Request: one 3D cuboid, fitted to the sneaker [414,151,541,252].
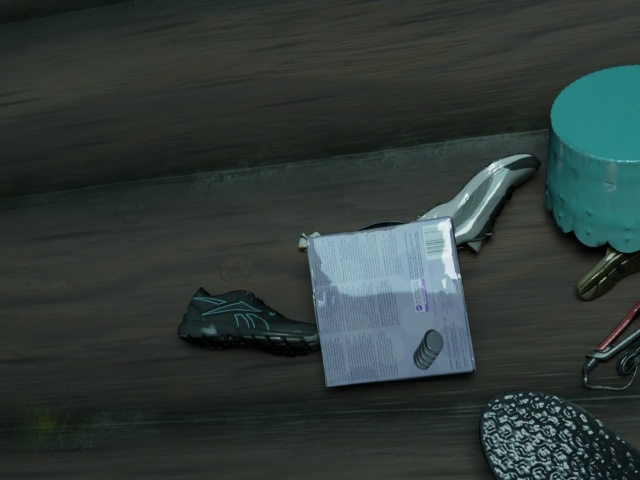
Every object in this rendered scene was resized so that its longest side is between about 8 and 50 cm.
[{"bbox_3d":[0.275,-0.048,1.376,0.271,0.100,0.108,-40,70,2],"label":"sneaker"}]

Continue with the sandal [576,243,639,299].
[{"bbox_3d":[0.485,0.028,1.295,0.180,0.072,0.049,-36,39,2],"label":"sandal"}]

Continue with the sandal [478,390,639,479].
[{"bbox_3d":[0.425,0.365,1.134,0.446,0.107,0.167,26,73,12],"label":"sandal"}]

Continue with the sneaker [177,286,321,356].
[{"bbox_3d":[-0.121,0.136,1.388,0.268,0.101,0.106,4,64,17],"label":"sneaker"}]

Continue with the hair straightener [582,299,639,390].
[{"bbox_3d":[0.498,0.152,1.234,0.230,0.047,0.089,-42,61,-6],"label":"hair straightener"}]

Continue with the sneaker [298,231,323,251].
[{"bbox_3d":[0.000,0.000,1.458,0.083,0.032,0.036,1,66,16],"label":"sneaker"}]

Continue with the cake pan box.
[{"bbox_3d":[0.114,0.098,1.312,0.246,0.070,0.266,-10,83,10],"label":"cake pan box"}]

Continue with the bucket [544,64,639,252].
[{"bbox_3d":[0.491,-0.136,1.259,0.281,0.183,0.281,-10,44,9],"label":"bucket"}]
